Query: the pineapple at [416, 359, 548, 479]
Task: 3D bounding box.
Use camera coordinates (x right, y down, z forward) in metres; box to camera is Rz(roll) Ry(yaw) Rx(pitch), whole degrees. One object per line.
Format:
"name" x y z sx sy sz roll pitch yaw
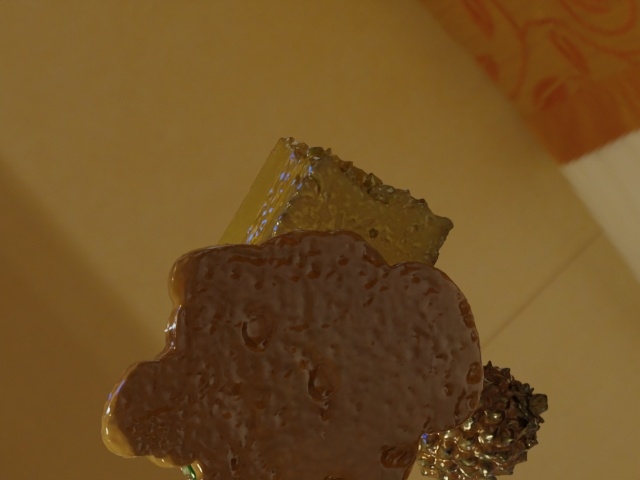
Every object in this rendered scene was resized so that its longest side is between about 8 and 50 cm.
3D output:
"pineapple" 0.206 0.228 1.830 0.193 0.166 0.166 -22 116 29

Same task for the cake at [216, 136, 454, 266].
"cake" 0.000 0.000 1.940 0.222 0.227 0.286 32 177 -19

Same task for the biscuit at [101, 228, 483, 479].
"biscuit" -0.019 0.126 1.268 0.051 0.376 0.269 -12 87 61

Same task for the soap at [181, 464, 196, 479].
"soap" -0.162 0.333 2.137 0.273 0.098 0.218 62 172 3
